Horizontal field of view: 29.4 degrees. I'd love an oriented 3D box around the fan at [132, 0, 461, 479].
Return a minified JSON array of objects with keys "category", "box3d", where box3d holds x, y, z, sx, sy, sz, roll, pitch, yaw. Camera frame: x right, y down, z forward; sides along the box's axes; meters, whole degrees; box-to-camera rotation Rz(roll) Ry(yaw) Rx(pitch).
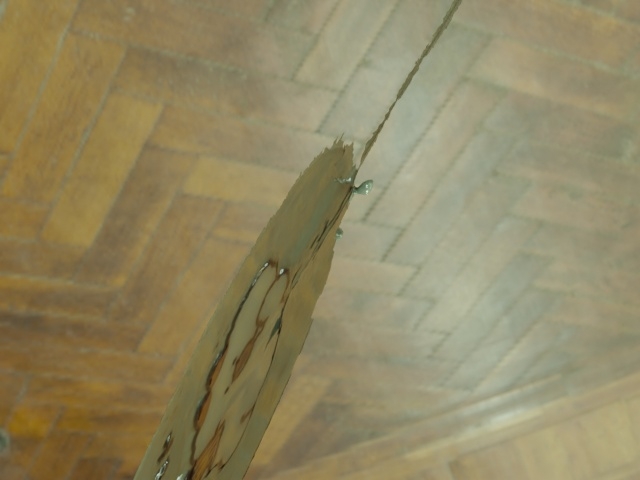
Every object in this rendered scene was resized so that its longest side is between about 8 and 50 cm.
[{"category":"fan","box3d":[0.001,0.000,0.349,0.009,0.191,0.329,27,114,-10]}]
